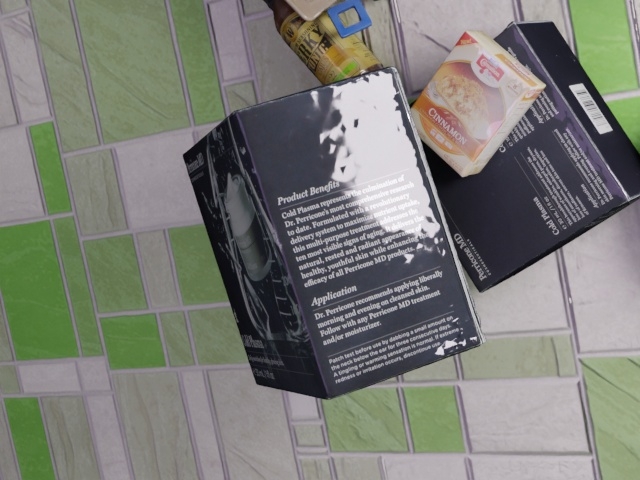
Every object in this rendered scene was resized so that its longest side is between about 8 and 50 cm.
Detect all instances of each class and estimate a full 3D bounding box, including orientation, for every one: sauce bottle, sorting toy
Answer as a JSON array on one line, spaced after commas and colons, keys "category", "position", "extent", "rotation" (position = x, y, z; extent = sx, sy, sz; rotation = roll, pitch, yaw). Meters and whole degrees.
[{"category": "sauce bottle", "position": [-0.010, -0.389, 2.086], "extent": [0.344, 0.111, 0.111], "rotation": [49, 122, 15]}, {"category": "sorting toy", "position": [-0.011, -0.514, 2.047], "extent": [0.196, 0.047, 0.347], "rotation": [-40, 76, -9]}]

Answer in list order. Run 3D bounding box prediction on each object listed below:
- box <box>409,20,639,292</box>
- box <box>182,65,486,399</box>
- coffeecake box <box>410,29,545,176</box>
[{"category": "box", "position": [0.331, -0.144, 1.882], "extent": [0.312, 0.179, 0.343], "rotation": [-35, 81, 32]}, {"category": "box", "position": [0.000, 0.000, 1.933], "extent": [0.480, 0.297, 0.471], "rotation": [164, 89, -73]}, {"category": "coffeecake box", "position": [0.243, -0.219, 1.772], "extent": [0.142, 0.068, 0.185], "rotation": [45, 120, 18]}]
